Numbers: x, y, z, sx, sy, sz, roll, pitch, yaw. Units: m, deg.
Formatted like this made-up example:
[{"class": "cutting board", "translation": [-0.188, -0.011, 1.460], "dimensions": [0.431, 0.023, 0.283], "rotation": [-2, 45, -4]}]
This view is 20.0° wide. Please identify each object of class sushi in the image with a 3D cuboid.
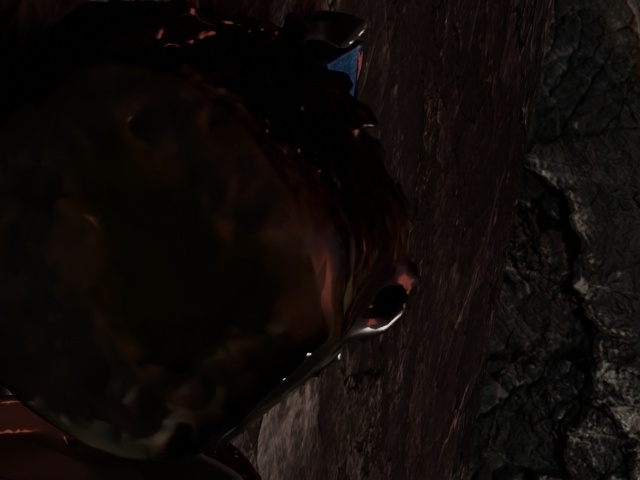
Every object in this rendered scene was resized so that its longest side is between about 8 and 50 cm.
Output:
[{"class": "sushi", "translation": [-0.093, -0.016, 1.282], "dimensions": [0.299, 0.281, 0.294], "rotation": [71, 19, 0]}]

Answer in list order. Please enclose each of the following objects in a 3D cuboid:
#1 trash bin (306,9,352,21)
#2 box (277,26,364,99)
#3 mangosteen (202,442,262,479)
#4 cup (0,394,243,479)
[{"class": "trash bin", "translation": [0.000, -0.168, 1.976], "dimensions": [0.116, 0.059, 0.130], "rotation": [-58, 157, -52]}, {"class": "box", "translation": [-0.060, -0.044, 1.730], "dimensions": [0.261, 0.116, 0.278], "rotation": [-37, 138, -65]}, {"class": "mangosteen", "translation": [-0.135, 0.247, 1.604], "dimensions": [0.166, 0.180, 0.166], "rotation": [-8, 101, -46]}, {"class": "cup", "translation": [-0.204, 0.255, 1.288], "dimensions": [0.290, 0.219, 0.257], "rotation": [4, 98, -45]}]
